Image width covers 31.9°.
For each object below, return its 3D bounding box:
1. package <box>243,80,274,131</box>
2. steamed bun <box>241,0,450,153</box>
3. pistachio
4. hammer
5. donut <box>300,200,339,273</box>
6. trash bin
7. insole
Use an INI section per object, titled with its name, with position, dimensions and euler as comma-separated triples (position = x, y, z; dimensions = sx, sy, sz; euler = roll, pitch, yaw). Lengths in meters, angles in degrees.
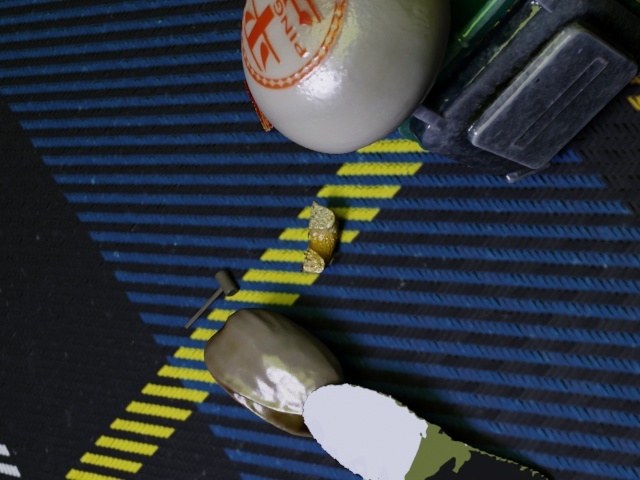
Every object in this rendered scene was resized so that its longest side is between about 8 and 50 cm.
[package]
position = -0.015, -0.228, 1.503
dimensions = 0.200, 0.022, 0.083
euler = -30, 71, 27
[steamed bun]
position = 0.007, -0.205, 1.078
dimensions = 0.232, 0.145, 0.232
euler = -22, 60, 45
[pistachio]
position = -0.057, 0.168, 1.442
dimensions = 0.206, 0.131, 0.129
euler = 34, 149, 28
[hammer]
position = -0.159, 0.089, 1.586
dimensions = 0.110, 0.019, 0.035
euler = -47, 63, 29
[donut]
position = 0.000, 0.000, 1.455
dimensions = 0.038, 0.067, 0.083
euler = 12, 59, 18
[trash bin]
position = 0.144, -0.278, 1.249
dimensions = 0.259, 0.295, 0.381
euler = -48, 57, 22
[insole]
position = 0.123, 0.258, 1.331
dimensions = 0.322, 0.007, 0.109
euler = 20, 100, 16
